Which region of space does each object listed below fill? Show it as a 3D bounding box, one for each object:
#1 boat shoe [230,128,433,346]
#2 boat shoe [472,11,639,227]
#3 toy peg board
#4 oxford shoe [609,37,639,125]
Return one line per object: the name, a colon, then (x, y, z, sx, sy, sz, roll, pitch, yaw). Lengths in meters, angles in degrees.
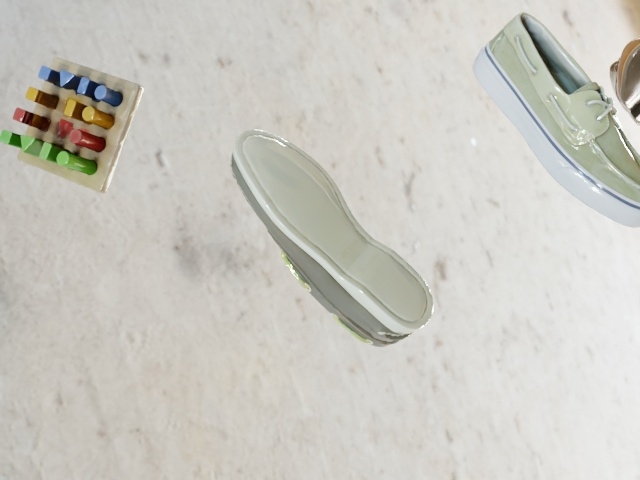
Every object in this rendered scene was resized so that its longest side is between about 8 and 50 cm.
boat shoe: (-0.003, 0.002, 1.058, 0.305, 0.091, 0.109, 47, 50, 2)
boat shoe: (0.300, -0.147, 1.080, 0.109, 0.094, 0.302, -22, 65, -41)
toy peg board: (-0.355, -0.170, 1.260, 0.079, 0.161, 0.160, 17, 94, -67)
oxford shoe: (0.421, -0.224, 1.230, 0.076, 0.076, 0.212, 54, 6, 23)
